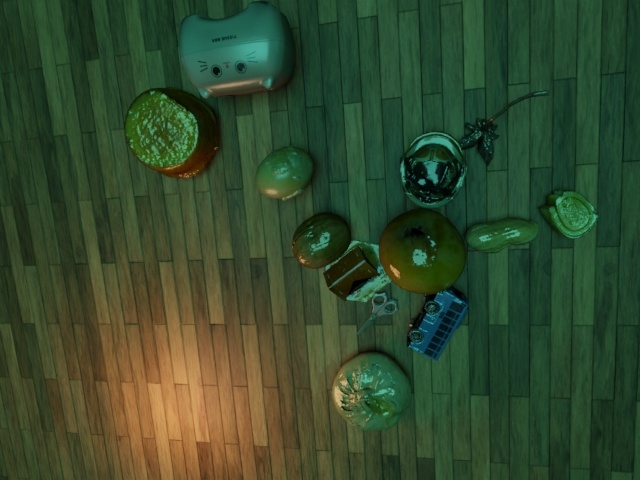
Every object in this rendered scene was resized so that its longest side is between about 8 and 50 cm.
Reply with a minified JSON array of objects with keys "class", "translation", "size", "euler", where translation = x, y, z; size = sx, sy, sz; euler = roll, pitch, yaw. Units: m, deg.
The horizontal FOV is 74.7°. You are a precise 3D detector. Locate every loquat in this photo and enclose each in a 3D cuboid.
[{"class":"loquat","translation":[0.302,0.035,1.261],"size":[0.262,0.263,0.263],"euler":[2,100,12]}]

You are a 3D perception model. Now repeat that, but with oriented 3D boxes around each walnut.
[{"class":"walnut","translation":[0.000,0.000,1.372],"size":[0.207,0.167,0.167],"euler":[-32,92,11]}]

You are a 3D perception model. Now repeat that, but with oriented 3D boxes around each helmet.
[{"class":"helmet","translation":[0.336,-0.206,1.281],"size":[0.198,0.130,0.225],"euler":[8,89,6]}]

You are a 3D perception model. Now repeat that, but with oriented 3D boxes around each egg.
[{"class":"egg","translation":[-0.117,-0.219,1.358],"size":[0.201,0.164,0.164],"euler":[-29,93,8]}]

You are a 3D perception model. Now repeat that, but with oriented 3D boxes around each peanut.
[{"class":"peanut","translation":[0.557,-0.016,1.286],"size":[0.214,0.090,0.099],"euler":[-13,84,15]}]

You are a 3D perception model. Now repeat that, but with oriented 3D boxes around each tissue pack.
[{"class":"tissue pack","translation":[-0.249,-0.564,1.292],"size":[0.332,0.229,0.236],"euler":[-3,98,13]}]

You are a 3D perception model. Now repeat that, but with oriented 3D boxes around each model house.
[{"class":"model house","translation":[0.126,0.106,1.375],"size":[0.219,0.136,0.207],"euler":[-37,90,16]}]

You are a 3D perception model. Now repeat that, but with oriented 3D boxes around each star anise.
[{"class":"star anise","translation":[0.506,-0.316,1.189],"size":[0.218,0.227,0.148],"euler":[-29,86,4]}]

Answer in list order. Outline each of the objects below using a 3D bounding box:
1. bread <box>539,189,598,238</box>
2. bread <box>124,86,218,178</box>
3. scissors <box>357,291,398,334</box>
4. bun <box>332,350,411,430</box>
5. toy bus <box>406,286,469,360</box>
[{"class":"bread","translation":[0.739,-0.081,1.249],"size":[0.117,0.064,0.156],"euler":[-38,89,11]},{"class":"bread","translation":[-0.506,-0.363,1.413],"size":[0.311,0.172,0.313],"euler":[2,99,9]},{"class":"scissors","translation":[0.185,0.260,1.449],"size":[0.100,0.015,0.189],"euler":[35,111,-6]},{"class":"bun","translation":[0.172,0.531,1.434],"size":[0.287,0.146,0.288],"euler":[3,102,13]},{"class":"toy bus","translation":[0.379,0.254,1.359],"size":[0.133,0.116,0.234],"euler":[26,106,7]}]
